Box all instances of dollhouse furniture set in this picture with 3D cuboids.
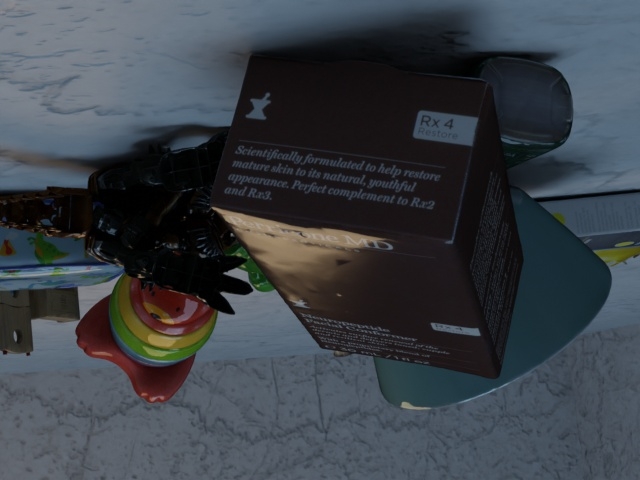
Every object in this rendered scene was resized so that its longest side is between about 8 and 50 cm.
[{"bbox_3d":[-0.440,0.106,1.698,0.129,0.129,0.183,-10,169,21],"label":"dollhouse furniture set"}]

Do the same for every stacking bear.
[{"bbox_3d":[-0.213,0.087,1.683,0.164,0.175,0.289,-52,-179,-29],"label":"stacking bear"}]

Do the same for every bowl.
[{"bbox_3d":[0.169,0.044,1.448,0.311,0.163,0.311,-29,-164,9],"label":"bowl"}]

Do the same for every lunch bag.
[{"bbox_3d":[-0.329,0.009,1.333,0.219,0.090,0.176,-2,168,-25],"label":"lunch bag"}]

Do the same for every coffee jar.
[{"bbox_3d":[0.135,-0.096,1.069,0.096,0.079,0.184,7,165,-21],"label":"coffee jar"}]

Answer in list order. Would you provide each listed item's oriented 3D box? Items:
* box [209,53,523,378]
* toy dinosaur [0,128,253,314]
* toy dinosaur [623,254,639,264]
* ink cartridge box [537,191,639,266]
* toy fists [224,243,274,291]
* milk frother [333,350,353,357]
[{"bbox_3d":[0.061,-0.004,1.045,0.191,0.143,0.381,9,160,17],"label":"box"},{"bbox_3d":[-0.169,-0.015,1.184,0.322,0.164,0.218,-25,-160,-35],"label":"toy dinosaur"},{"bbox_3d":[0.526,-0.005,1.983,0.092,0.053,0.183,-33,164,33],"label":"toy dinosaur"},{"bbox_3d":[0.337,-0.003,1.778,0.307,0.072,0.303,-7,171,-9],"label":"ink cartridge box"},{"bbox_3d":[0.000,0.000,1.374,0.142,0.096,0.279,25,151,-36],"label":"toy fists"},{"bbox_3d":[0.063,0.094,1.943,0.143,0.135,0.129,-13,-161,46],"label":"milk frother"}]
